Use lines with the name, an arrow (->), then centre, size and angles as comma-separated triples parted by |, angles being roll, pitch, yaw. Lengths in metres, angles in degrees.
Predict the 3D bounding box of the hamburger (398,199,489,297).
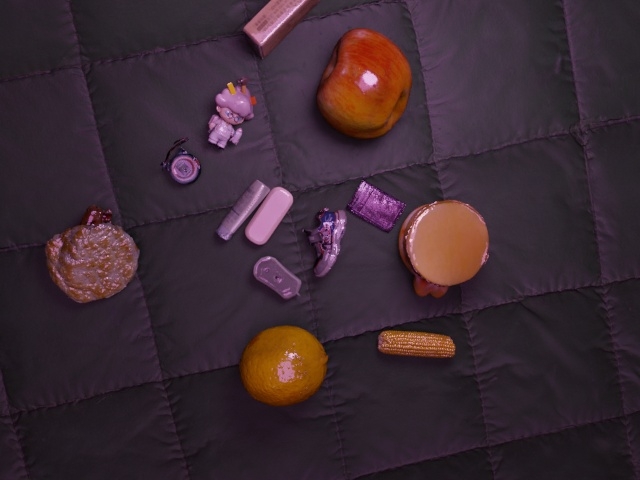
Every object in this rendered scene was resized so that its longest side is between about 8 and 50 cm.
hamburger -> 0.374, 0.029, 1.715 | 0.261, 0.186, 0.302 | -4, 86, -5

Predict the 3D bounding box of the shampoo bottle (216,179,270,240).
shampoo bottle -> -0.245, -0.095, 1.727 | 0.212, 0.049, 0.072 | -51, 56, 4

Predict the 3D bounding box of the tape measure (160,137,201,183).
tape measure -> -0.411, -0.230, 1.652 | 0.107, 0.180, 0.104 | 42, 75, -6

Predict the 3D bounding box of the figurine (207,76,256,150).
figurine -> -0.270, -0.387, 1.675 | 0.138, 0.112, 0.228 | 22, 102, -33

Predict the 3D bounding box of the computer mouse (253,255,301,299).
computer mouse -> -0.133, 0.119, 1.757 | 0.182, 0.056, 0.089 | 39, 94, -15

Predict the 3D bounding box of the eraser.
eraser -> -0.082, -0.701, 1.636 | 0.078, 0.144, 0.343 | 45, 91, -5

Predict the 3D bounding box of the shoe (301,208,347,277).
shoe -> 0.000, 0.000, 1.728 | 0.126, 0.099, 0.227 | 18, 89, -13

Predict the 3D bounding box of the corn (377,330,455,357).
corn -> 0.311, 0.337, 1.795 | 0.249, 0.081, 0.081 | 4, 95, -3

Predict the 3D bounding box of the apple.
apple -> 0.137, -0.442, 1.609 | 0.302, 0.301, 0.301 | 0, 96, -4

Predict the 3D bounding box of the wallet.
wallet -> 0.178, -0.110, 1.766 | 0.166, 0.030, 0.111 | 29, 92, -7

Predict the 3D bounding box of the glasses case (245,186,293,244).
glasses case -> -0.162, -0.078, 1.738 | 0.083, 0.050, 0.196 | 35, 93, -8

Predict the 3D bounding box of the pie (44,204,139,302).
pie -> -0.697, 0.056, 1.693 | 0.275, 0.105, 0.257 | -38, 106, 1

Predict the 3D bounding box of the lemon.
lemon -> -0.114, 0.384, 1.688 | 0.268, 0.267, 0.266 | 0, 96, -4
